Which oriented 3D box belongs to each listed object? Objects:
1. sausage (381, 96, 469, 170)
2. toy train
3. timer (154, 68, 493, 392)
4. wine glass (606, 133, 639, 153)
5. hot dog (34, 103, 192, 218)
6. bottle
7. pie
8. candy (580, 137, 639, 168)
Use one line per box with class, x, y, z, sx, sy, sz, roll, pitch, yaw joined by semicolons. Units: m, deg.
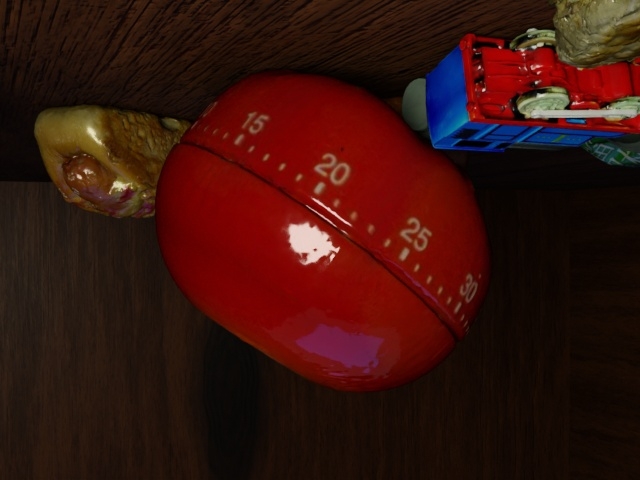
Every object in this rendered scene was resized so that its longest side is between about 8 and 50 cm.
sausage;0.129;-0.125;1.122;0.133;0.133;0.258;0;-179;27
toy train;0.210;-0.136;0.756;0.203;0.083;0.131;1;166;-19
timer;0.000;0.000;0.898;0.378;0.279;0.378;33;170;7
wine glass;0.392;-0.057;0.956;0.096;0.265;0.309;14;-171;36
hot dog;-0.287;-0.108;1.186;0.150;0.153;0.256;0;180;31
bottle;0.209;-0.147;0.929;0.253;0.080;0.096;-1;171;-35
pie;0.199;-0.144;0.427;0.163;0.079;0.193;-8;180;7
candy;0.471;-0.155;1.217;0.203;0.078;0.141;12;164;-25
